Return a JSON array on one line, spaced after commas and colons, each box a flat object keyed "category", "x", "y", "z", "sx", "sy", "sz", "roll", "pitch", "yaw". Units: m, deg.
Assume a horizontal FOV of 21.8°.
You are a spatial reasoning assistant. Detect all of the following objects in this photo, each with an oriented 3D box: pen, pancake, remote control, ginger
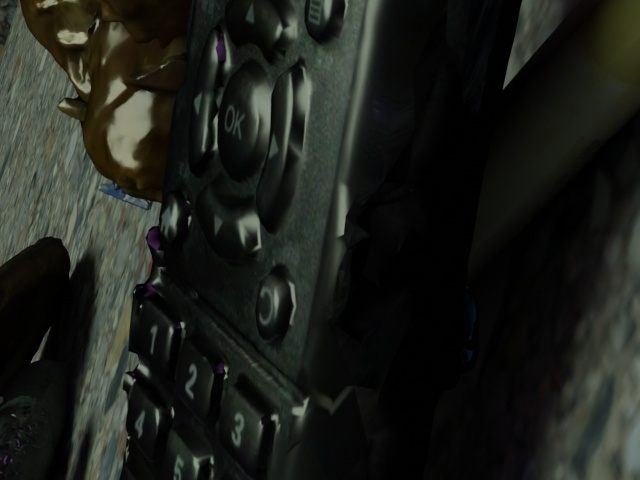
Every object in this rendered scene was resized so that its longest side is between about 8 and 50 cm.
[{"category": "pen", "x": 0.053, "y": -0.022, "z": 0.459, "sx": 0.233, "sy": 0.032, "sz": 0.040, "roll": -51, "pitch": 14, "yaw": 52}, {"category": "pancake", "x": -0.272, "y": 0.119, "z": 1.221, "sx": 0.286, "sy": 0.033, "sz": 0.288, "roll": -59, "pitch": -4, "yaw": 1}, {"category": "remote control", "x": 0.000, "y": 0.000, "z": 0.451, "sx": 0.144, "sy": 0.062, "sz": 0.398, "roll": 36, "pitch": 119, "yaw": 59}, {"category": "ginger", "x": -0.080, "y": -0.160, "z": 0.817, "sx": 0.357, "sy": 0.152, "sz": 0.274, "roll": -165, "pitch": 90, "yaw": -76}]

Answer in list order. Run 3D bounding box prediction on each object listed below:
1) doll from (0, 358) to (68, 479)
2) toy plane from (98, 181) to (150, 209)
[{"category": "doll", "x": -0.257, "y": 0.204, "z": 1.065, "sx": 0.246, "sy": 0.158, "sz": 0.340, "roll": -48, "pitch": 25, "yaw": 34}, {"category": "toy plane", "x": -0.100, "y": -0.098, "z": 1.031, "sx": 0.062, "sy": 0.054, "sz": 0.167, "roll": -41, "pitch": -27, "yaw": -72}]
